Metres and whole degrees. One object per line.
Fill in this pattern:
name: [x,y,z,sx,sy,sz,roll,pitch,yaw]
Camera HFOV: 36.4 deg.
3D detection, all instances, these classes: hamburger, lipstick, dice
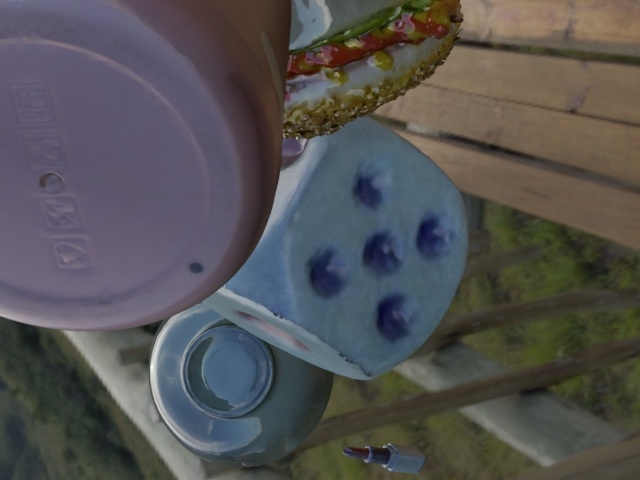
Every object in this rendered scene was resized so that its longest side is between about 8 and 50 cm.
hamburger: [-0.016,-0.188,0.838,0.294,0.276,0.179,-114,2,-71]
lipstick: [0.070,0.246,1.109,0.025,0.107,0.025,44,114,55]
dice: [0.000,0.000,1.202,0.268,0.264,0.263,6,65,57]

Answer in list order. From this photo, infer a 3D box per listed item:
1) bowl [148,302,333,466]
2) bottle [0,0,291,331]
bowl: [-0.126,0.189,1.422,0.146,0.289,0.289,68,-172,-81]
bottle: [-0.083,-0.117,0.478,0.173,0.206,0.297,47,-155,-27]
